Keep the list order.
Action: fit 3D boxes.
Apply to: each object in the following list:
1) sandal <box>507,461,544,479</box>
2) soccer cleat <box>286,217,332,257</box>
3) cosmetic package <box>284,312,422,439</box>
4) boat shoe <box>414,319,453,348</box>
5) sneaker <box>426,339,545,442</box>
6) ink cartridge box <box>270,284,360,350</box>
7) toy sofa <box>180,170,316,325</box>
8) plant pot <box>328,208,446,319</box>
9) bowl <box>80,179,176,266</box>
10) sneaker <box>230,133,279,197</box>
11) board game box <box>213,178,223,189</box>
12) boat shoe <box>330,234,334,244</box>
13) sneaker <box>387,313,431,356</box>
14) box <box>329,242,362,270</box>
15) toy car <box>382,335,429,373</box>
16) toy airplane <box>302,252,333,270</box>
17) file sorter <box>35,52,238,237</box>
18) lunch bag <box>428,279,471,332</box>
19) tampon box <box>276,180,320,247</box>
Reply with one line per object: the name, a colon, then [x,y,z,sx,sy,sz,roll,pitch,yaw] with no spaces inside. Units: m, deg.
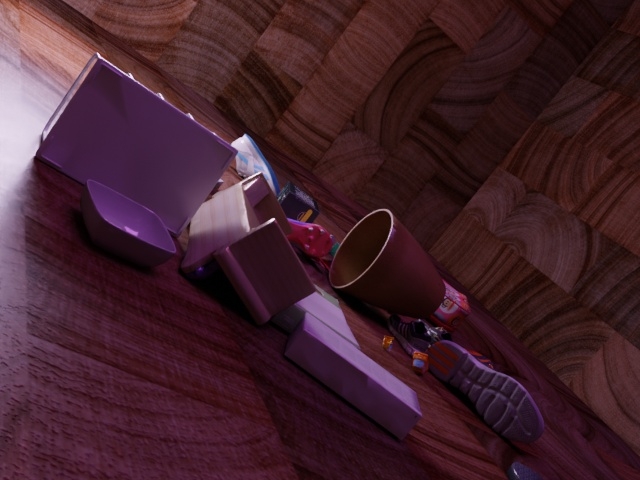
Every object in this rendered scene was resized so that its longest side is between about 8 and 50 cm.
sandal: [0.412,0.504,1.234,0.254,0.054,0.097,50,19,13]
soccer cleat: [-0.068,-0.018,1.779,0.248,0.083,0.095,16,9,-45]
cosmetic package: [0.053,0.223,1.170,0.239,0.060,0.099,37,7,-5]
boat shoe: [0.331,0.278,1.917,0.081,0.069,0.228,30,13,-42]
sneaker: [0.413,0.350,1.711,0.321,0.125,0.180,42,11,25]
ink cartridge box: [-0.025,0.131,1.339,0.171,0.056,0.235,36,7,-17]
toy sofa: [-0.138,0.013,1.297,0.150,0.177,0.362,61,1,-21]
plant pot: [0.190,0.089,1.812,0.254,0.237,0.237,37,9,-21]
bowl: [-0.293,-0.017,1.050,0.142,0.053,0.142,30,11,-38]
sneaker: [-0.209,-0.221,2.258,0.229,0.092,0.087,58,7,-1]
board game box: [-0.327,-0.187,1.808,0.154,0.026,0.103,38,9,3]
boat shoe: [0.000,0.000,2.107,0.040,0.049,0.142,6,-1,22]
sneaker: [0.226,0.224,1.761,0.063,0.075,0.170,33,10,-28]
box: [0.094,0.079,1.994,0.105,0.043,0.179,43,-4,28]
toy car: [0.191,0.267,1.607,0.122,0.060,0.040,23,52,8]
toy airplane: [-0.010,0.043,1.891,0.151,0.028,0.151,40,14,-12]
file sorter: [-0.328,-0.176,1.266,0.277,0.193,0.173,33,7,-28]
lunch bag: [0.371,0.178,2.389,0.258,0.120,0.293,38,10,3]
tampon box: [-0.078,-0.072,1.899,0.101,0.120,0.161,35,10,-11]
